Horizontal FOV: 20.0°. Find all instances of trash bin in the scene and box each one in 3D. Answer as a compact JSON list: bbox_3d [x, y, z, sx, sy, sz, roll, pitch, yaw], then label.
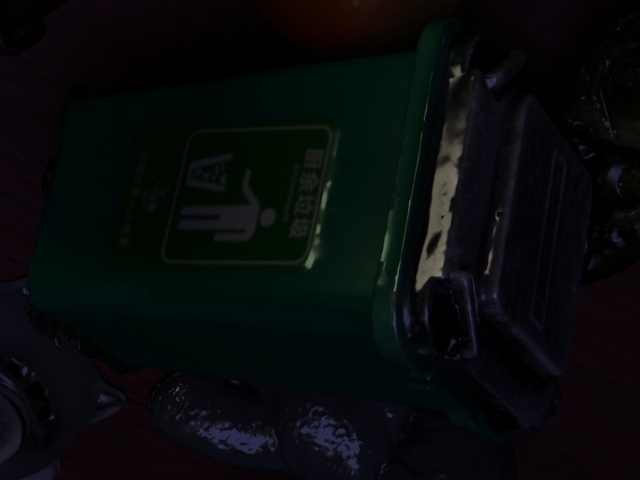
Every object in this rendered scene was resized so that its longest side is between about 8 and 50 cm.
[{"bbox_3d":[0.000,0.000,1.375,0.381,0.259,0.295,2,159,27],"label":"trash bin"}]

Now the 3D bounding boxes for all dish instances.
[{"bbox_3d":[-0.291,0.135,1.594,0.236,0.086,0.228,40,110,-22],"label":"dish"}]

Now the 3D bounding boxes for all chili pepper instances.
[{"bbox_3d":[0.243,-0.086,1.492,0.148,0.116,0.264,6,119,-37],"label":"chili pepper"}]

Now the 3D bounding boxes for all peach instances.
[{"bbox_3d":[0.029,-0.216,1.370,0.184,0.184,0.184,-1,119,-2],"label":"peach"}]

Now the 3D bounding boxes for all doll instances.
[{"bbox_3d":[0.021,0.169,1.616,0.340,0.158,0.246,22,85,2],"label":"doll"}]

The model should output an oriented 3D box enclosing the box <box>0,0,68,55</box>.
[{"bbox_3d":[-0.310,-0.270,1.221,0.345,0.204,0.251,3,124,35],"label":"box"}]
